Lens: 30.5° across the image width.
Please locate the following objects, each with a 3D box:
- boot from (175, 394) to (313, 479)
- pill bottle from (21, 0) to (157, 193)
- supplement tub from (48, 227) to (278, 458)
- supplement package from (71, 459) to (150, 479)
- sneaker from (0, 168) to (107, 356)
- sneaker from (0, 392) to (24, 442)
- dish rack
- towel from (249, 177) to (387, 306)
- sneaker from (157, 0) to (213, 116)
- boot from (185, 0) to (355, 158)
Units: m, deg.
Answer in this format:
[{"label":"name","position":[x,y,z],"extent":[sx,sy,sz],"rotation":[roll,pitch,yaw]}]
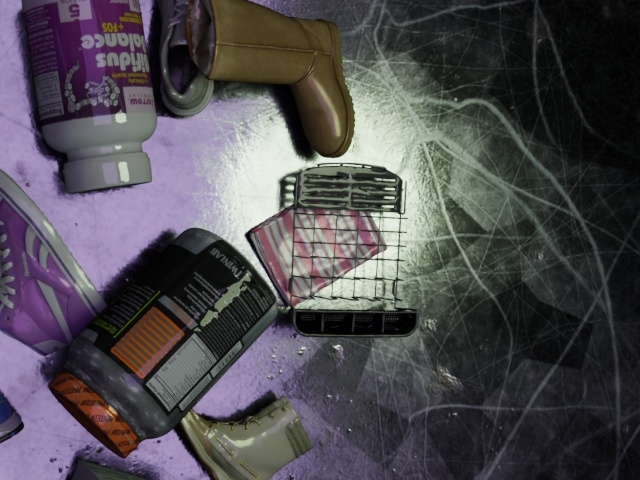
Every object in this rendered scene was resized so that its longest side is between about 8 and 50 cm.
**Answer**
[{"label":"boot","position":[-0.124,0.286,1.808],"extent":[0.165,0.077,0.213],"rotation":[-37,105,-13]},{"label":"pill bottle","position":[-0.327,-0.224,1.697],"extent":[0.169,0.169,0.301],"rotation":[-10,93,-17]},{"label":"supplement tub","position":[-0.228,0.149,1.698],"extent":[0.316,0.193,0.193],"rotation":[-46,102,-20]},{"label":"supplement package","position":[-0.288,0.446,1.679],"extent":[0.149,0.203,0.194],"rotation":[23,84,-27]},{"label":"sneaker","position":[-0.443,0.040,1.698],"extent":[0.161,0.102,0.282],"rotation":[-34,100,-11]},{"label":"sneaker","position":[-0.539,0.285,1.685],"extent":[0.211,0.080,0.081],"rotation":[-26,91,-25]},{"label":"dish rack","position":[0.050,0.013,1.838],"extent":[0.208,0.074,0.271],"rotation":[2,92,-20]},{"label":"towel","position":[0.000,0.000,1.871],"extent":[0.197,0.029,0.144],"rotation":[-31,100,-15]},{"label":"sneaker","position":[-0.198,-0.322,1.754],"extent":[0.099,0.121,0.262],"rotation":[-3,90,-4]},{"label":"boot","position":[-0.076,-0.243,1.759],"extent":[0.270,0.089,0.236],"rotation":[0,77,-48]}]
